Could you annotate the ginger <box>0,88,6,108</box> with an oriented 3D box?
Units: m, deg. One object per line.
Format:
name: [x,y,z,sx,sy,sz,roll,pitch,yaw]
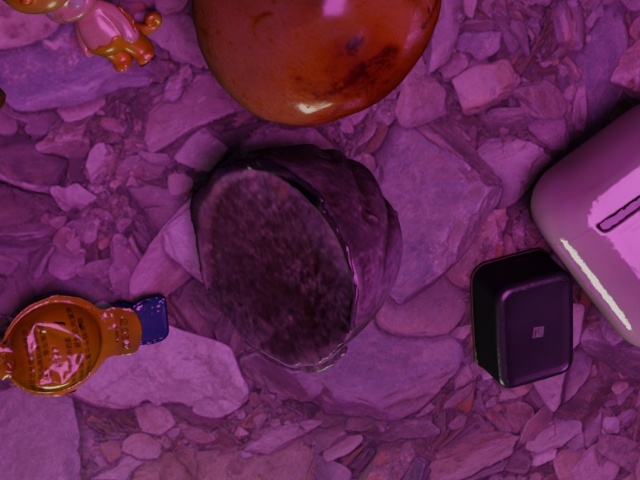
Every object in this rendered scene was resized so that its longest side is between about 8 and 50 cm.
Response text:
ginger: [-0.479,-0.239,1.221,0.137,0.089,0.289,-10,124,12]

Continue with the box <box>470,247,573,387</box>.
box: [0.323,0.127,1.676,0.145,0.090,0.201,-12,117,-14]

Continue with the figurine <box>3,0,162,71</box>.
figurine: [-0.295,-0.297,1.250,0.156,0.131,0.246,-10,143,28]

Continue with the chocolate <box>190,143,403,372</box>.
chocolate: [0.000,0.000,1.415,0.213,0.303,0.303,-29,125,-42]

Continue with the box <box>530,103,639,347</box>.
box: [0.510,-0.019,1.604,0.289,0.141,0.349,-37,104,11]

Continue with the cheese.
cheese: [-0.327,0.137,1.456,0.250,0.064,0.156,-13,118,-25]

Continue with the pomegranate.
pomegranate: [-0.017,-0.289,1.256,0.319,0.319,0.319,-8,115,-17]
